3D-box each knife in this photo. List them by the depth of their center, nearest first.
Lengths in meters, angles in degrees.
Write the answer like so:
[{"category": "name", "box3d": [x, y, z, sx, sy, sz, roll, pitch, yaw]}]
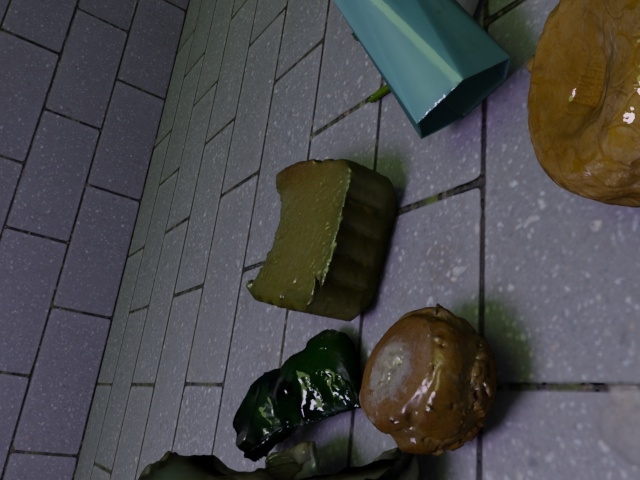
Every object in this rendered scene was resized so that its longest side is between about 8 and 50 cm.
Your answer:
[{"category": "knife", "box3d": [0.137, -0.263, 0.864, 0.022, 0.026, 0.184, -42, 12, -33]}]

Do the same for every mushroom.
[{"category": "mushroom", "box3d": [-0.053, 0.313, 0.626, 0.247, 0.344, 0.130, 25, -123, -79]}]

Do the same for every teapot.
[{"category": "teapot", "box3d": [0.283, -0.134, 0.447, 0.311, 0.167, 0.203, -99, 11, -69]}]

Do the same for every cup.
[{"category": "cup", "box3d": [0.112, -0.265, 0.688, 0.236, 0.148, 0.134, 55, 157, 12]}]

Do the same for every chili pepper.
[{"category": "chili pepper", "box3d": [-0.051, 0.236, 0.800, 0.264, 0.116, 0.148, -47, 33, 33]}]

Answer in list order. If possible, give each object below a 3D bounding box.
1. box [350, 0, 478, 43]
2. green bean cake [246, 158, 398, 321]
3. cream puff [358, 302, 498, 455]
[{"category": "box", "box3d": [0.153, -0.370, 0.825, 0.199, 0.081, 0.135, 8, 72, 56]}, {"category": "green bean cake", "box3d": [0.000, 0.000, 0.840, 0.233, 0.124, 0.236, 5, 79, 58]}, {"category": "cream puff", "box3d": [0.121, 0.153, 0.573, 0.165, 0.115, 0.150, -29, 43, 60]}]
